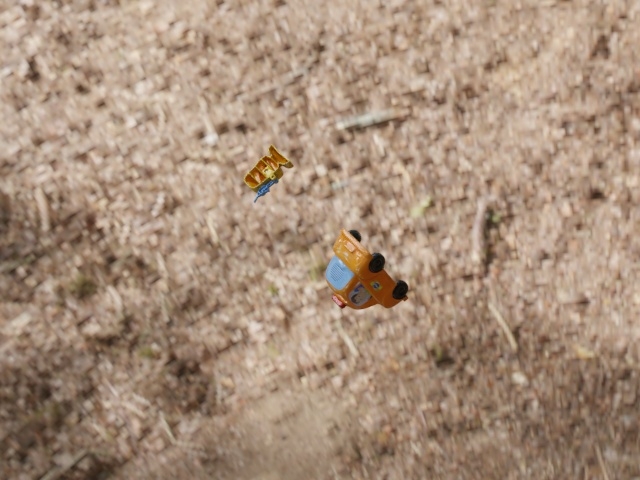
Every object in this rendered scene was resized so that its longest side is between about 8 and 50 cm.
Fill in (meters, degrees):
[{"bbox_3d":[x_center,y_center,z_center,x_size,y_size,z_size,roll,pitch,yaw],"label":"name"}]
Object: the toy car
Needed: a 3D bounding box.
[{"bbox_3d":[0.000,0.000,0.850,0.040,0.060,0.122,-44,61,-2],"label":"toy car"}]
